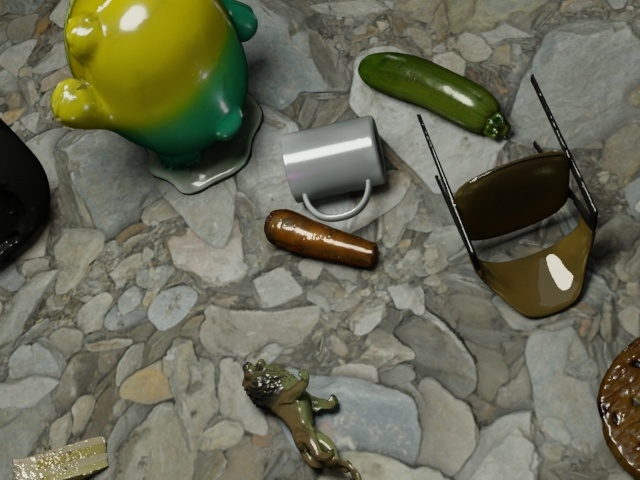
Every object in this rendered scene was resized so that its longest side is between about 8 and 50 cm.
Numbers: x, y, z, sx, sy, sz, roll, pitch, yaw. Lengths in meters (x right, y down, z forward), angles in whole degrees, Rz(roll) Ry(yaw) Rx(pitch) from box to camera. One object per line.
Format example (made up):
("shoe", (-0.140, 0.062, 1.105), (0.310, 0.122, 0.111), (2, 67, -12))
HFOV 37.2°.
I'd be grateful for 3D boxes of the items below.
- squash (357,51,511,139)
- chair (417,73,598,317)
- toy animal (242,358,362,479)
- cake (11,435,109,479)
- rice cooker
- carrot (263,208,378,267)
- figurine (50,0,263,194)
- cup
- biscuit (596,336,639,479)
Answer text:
("squash", (0.161, -0.217, 1.357), (0.258, 0.069, 0.069), (28, 72, 27))
("chair", (0.243, -0.049, 1.195), (0.158, 0.172, 0.247), (-19, 51, 3))
("toy animal", (-0.012, 0.216, 1.164), (0.086, 0.069, 0.220), (-52, 54, 9))
("cake", (-0.331, 0.289, 1.215), (0.121, 0.065, 0.052), (-22, 60, -6))
("rice cooker", (-0.536, -0.077, 1.368), (0.267, 0.267, 0.224), (-40, 62, -8))
("carrot", (0.000, 0.000, 1.291), (0.161, 0.055, 0.055), (19, 68, 16))
("figurine", (-0.212, -0.234, 1.309), (0.231, 0.340, 0.323), (34, 76, 28))
("cup", (0.022, -0.095, 1.318), (0.133, 0.099, 0.136), (-12, 91, 8))
("biscuit", (0.422, 0.190, 1.075), (0.212, 0.036, 0.212), (-6, 60, 10))
